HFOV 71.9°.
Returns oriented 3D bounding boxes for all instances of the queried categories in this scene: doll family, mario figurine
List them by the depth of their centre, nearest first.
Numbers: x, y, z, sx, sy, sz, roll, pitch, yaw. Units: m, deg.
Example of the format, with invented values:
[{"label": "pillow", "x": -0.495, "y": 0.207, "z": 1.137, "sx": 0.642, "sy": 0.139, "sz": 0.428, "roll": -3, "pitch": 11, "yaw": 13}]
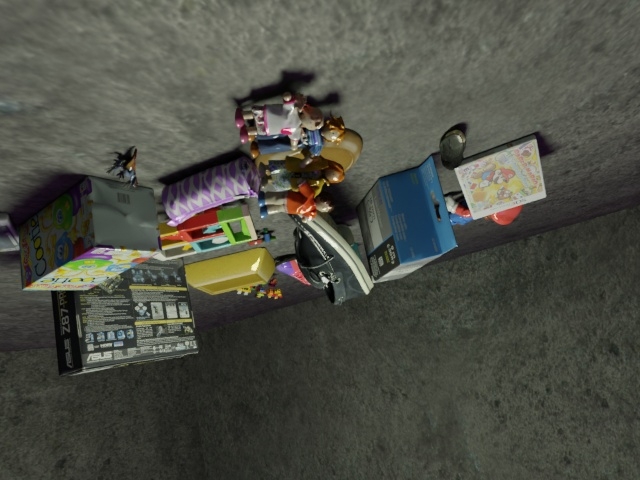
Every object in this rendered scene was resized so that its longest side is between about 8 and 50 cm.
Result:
[{"label": "doll family", "x": -0.036, "y": -0.156, "z": 0.768, "sx": 0.163, "sy": 0.118, "sz": 0.263, "roll": -3, "pitch": 135, "yaw": 7}, {"label": "mario figurine", "x": 0.520, "y": -0.137, "z": 1.433, "sx": 0.198, "sy": 0.170, "sz": 0.320, "roll": -47, "pitch": -169, "yaw": -22}]

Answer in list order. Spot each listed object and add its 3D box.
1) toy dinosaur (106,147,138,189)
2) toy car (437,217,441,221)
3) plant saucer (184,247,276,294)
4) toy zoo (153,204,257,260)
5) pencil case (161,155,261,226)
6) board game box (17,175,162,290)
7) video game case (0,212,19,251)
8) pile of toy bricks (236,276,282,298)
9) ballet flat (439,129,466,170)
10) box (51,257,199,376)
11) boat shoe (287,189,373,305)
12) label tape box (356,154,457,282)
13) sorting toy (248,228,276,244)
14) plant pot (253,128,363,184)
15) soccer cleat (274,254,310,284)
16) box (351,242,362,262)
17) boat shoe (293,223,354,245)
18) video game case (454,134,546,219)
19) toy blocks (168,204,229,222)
[{"label": "toy dinosaur", "x": -0.336, "y": -0.121, "z": 0.786, "sx": 0.090, "sy": 0.047, "sz": 0.082, "roll": -26, "pitch": -177, "yaw": 8}, {"label": "toy car", "x": 0.302, "y": -0.026, "z": 1.496, "sx": 0.238, "sy": 0.210, "sz": 0.219, "roll": -30, "pitch": -179, "yaw": -13}, {"label": "plant saucer", "x": -0.340, "y": 0.132, "z": 1.684, "sx": 0.332, "sy": 0.081, "sz": 0.333, "roll": -13, "pitch": 165, "yaw": -1}, {"label": "toy zoo", "x": -0.302, "y": -0.009, "z": 1.038, "sx": 0.293, "sy": 0.030, "sz": 0.192, "roll": -13, "pitch": 165, "yaw": -7}, {"label": "pencil case", "x": -0.216, "y": -0.097, "z": 0.883, "sx": 0.206, "sy": 0.088, "sz": 0.086, "roll": -17, "pitch": 163, "yaw": 17}, {"label": "board game box", "x": -0.475, "y": -0.002, "z": 0.901, "sx": 0.275, "sy": 0.142, "sz": 0.144, "roll": -22, "pitch": 164, "yaw": 30}, {"label": "video game case", "x": -0.720, "y": -0.008, "z": 0.899, "sx": 0.173, "sy": 0.022, "sz": 0.190, "roll": -6, "pitch": 164, "yaw": -26}, {"label": "pile of toy bricks", "x": -0.261, "y": 0.181, "z": 1.947, "sx": 0.212, "sy": 0.118, "sz": 0.105, "roll": 12, "pitch": 127, "yaw": -26}, {"label": "ballet flat", "x": 0.308, "y": -0.216, "z": 1.024, "sx": 0.057, "sy": 0.049, "sz": 0.173, "roll": 28, "pitch": 174, "yaw": 16}, {"label": "box", "x": -0.518, "y": 0.179, "z": 1.206, "sx": 0.097, "sy": 0.319, "sz": 0.395, "roll": -18, "pitch": 166, "yaw": 23}, {"label": "boat shoe", "x": 0.009, "y": 0.042, "z": 1.191, "sx": 0.156, "sy": 0.187, "sz": 0.500, "roll": -33, "pitch": 145, "yaw": 1}, {"label": "label tape box", "x": 0.210, "y": -0.043, "z": 1.181, "sx": 0.105, "sy": 0.241, "sz": 0.334, "roll": -8, "pitch": 164, "yaw": -14}, {"label": "sorting toy", "x": -0.179, "y": -0.015, "z": 1.357, "sx": 0.061, "sy": 0.042, "sz": 0.102, "roll": -5, "pitch": -173, "yaw": 43}, {"label": "plant pot", "x": -0.022, "y": -0.162, "z": 0.926, "sx": 0.236, "sy": 0.032, "sz": 0.236, "roll": -12, "pitch": 166, "yaw": -3}, {"label": "soccer cleat", "x": -0.069, "y": 0.129, "z": 1.841, "sx": 0.108, "sy": 0.117, "sz": 0.318, "roll": -21, "pitch": 165, "yaw": 27}, {"label": "box", "x": 0.074, "y": 0.056, "z": 1.727, "sx": 0.060, "sy": 0.101, "sz": 0.244, "roll": -23, "pitch": 164, "yaw": 29}, {"label": "boat shoe", "x": 0.000, "y": 0.000, "z": 1.411, "sx": 0.091, "sy": 0.114, "sz": 0.302, "roll": -27, "pitch": 160, "yaw": 30}, {"label": "video game case", "x": 0.492, "y": -0.163, "z": 1.202, "sx": 0.206, "sy": 0.026, "sz": 0.227, "roll": -19, "pitch": 136, "yaw": 20}, {"label": "toy blocks", "x": -0.283, "y": -0.049, "z": 1.078, "sx": 0.148, "sy": 0.054, "sz": 0.123, "roll": -5, "pitch": 163, "yaw": -32}]
